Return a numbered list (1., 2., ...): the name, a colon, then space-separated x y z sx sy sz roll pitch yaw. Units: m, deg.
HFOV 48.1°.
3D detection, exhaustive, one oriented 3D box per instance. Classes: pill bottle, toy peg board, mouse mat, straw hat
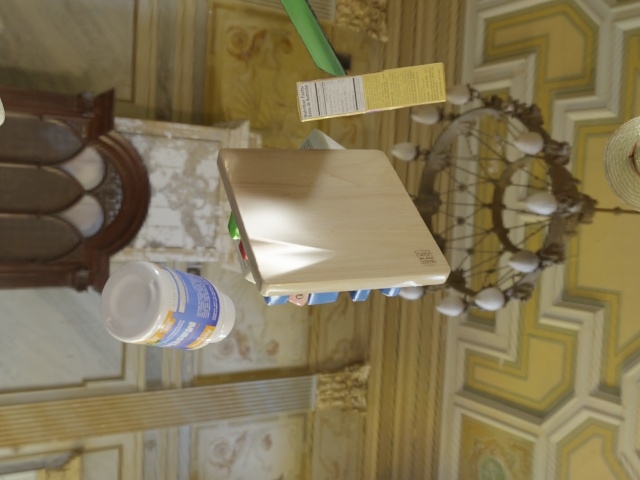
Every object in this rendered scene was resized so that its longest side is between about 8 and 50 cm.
1. pill bottle: -0.284 0.136 1.405 0.152 0.272 0.152 -6 -105 25
2. toy peg board: 0.000 0.000 0.622 0.079 0.161 0.160 109 -31 -41
3. mouse mat: -0.014 -0.316 1.096 0.152 0.007 0.189 58 -1 -25
4. straw hat: 0.435 -0.113 0.922 0.144 0.061 0.144 -7 -111 20

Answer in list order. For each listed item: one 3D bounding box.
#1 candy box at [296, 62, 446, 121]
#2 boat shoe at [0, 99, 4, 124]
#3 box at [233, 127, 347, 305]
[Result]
1. candy box: 0.062 -0.193 0.942 0.109 0.187 0.053 -97 180 -80
2. boat shoe: -0.638 -0.301 1.222 0.095 0.079 0.254 -10 -69 25
3. box: -0.020 -0.036 1.157 0.232 0.127 0.148 -48 -146 18
